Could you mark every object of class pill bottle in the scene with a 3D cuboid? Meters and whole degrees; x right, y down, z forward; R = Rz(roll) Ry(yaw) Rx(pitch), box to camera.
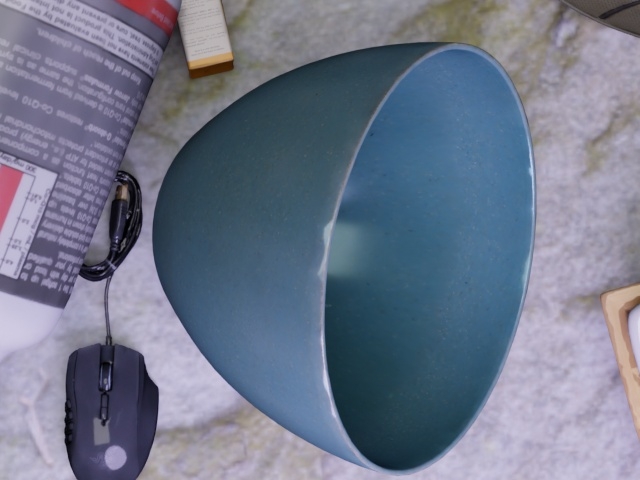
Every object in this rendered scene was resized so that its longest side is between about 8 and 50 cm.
[{"bbox_3d":[-0.251,-0.049,1.145,0.210,0.210,0.363,21,87,-3],"label":"pill bottle"}]

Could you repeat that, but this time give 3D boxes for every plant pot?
[{"bbox_3d":[0.000,0.000,1.154,0.195,0.290,0.290,10,87,32],"label":"plant pot"}]

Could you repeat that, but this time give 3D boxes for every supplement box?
[{"bbox_3d":[-0.091,-0.174,1.233,0.036,0.062,0.098,-13,90,-3],"label":"supplement box"}]

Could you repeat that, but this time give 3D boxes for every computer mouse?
[{"bbox_3d":[-0.157,0.068,1.234,0.071,0.041,0.242,-1,88,-3],"label":"computer mouse"}]

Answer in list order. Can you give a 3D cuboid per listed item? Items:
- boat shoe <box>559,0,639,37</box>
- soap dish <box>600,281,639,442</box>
[{"bbox_3d":[0.294,-0.198,1.242,0.302,0.113,0.103,18,86,-14],"label":"boat shoe"},{"bbox_3d":[0.372,0.108,1.215,0.291,0.118,0.229,-16,89,3],"label":"soap dish"}]
